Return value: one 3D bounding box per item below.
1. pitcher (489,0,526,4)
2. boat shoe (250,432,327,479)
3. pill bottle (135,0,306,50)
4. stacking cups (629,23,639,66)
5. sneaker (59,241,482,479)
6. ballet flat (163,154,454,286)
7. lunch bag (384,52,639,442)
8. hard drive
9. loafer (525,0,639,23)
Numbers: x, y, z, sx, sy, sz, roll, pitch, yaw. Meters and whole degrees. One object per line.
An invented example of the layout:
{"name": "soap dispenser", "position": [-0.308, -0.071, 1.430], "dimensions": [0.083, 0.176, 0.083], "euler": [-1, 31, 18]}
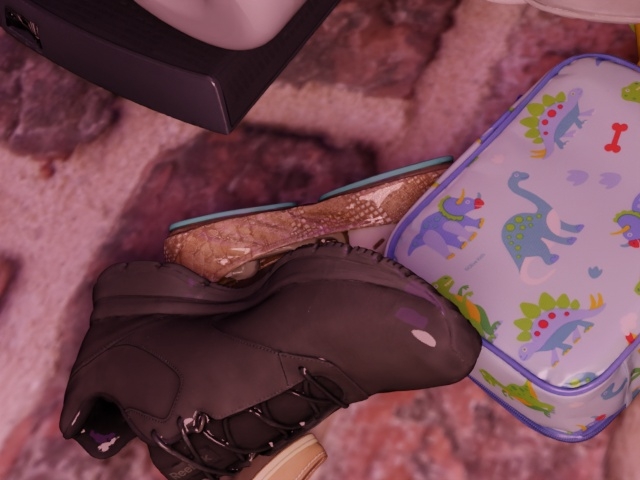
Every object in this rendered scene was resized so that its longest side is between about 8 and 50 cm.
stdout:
{"name": "pitcher", "position": [0.158, -0.290, 0.873], "dimensions": [0.126, 0.177, 0.207], "euler": [17, 61, 4]}
{"name": "boat shoe", "position": [-0.036, 0.174, 0.706], "dimensions": [0.045, 0.050, 0.135], "euler": [36, 73, 16]}
{"name": "pill bottle", "position": [-0.003, -0.349, 0.837], "dimensions": [0.229, 0.229, 0.407], "euler": [31, 76, 29]}
{"name": "stacking cups", "position": [0.248, -0.233, 0.865], "dimensions": [0.096, 0.096, 0.316], "euler": [-7, 55, 10]}
{"name": "sneaker", "position": [-0.037, 0.081, 0.699], "dimensions": [0.286, 0.109, 0.130], "euler": [-8, 50, 40]}
{"name": "ballet flat", "position": [0.000, 0.000, 0.805], "dimensions": [0.206, 0.073, 0.067], "euler": [-15, 83, 8]}
{"name": "lunch bag", "position": [0.157, -0.004, 0.740], "dimensions": [0.176, 0.090, 0.219], "euler": [36, 72, 30]}
{"name": "hard drive", "position": [-0.128, -0.195, 0.960], "dimensions": [0.255, 0.054, 0.172], "euler": [27, 68, 28]}
{"name": "loafer", "position": [0.255, -0.212, 0.725], "dimensions": [0.320, 0.111, 0.112], "euler": [-18, 59, -17]}
